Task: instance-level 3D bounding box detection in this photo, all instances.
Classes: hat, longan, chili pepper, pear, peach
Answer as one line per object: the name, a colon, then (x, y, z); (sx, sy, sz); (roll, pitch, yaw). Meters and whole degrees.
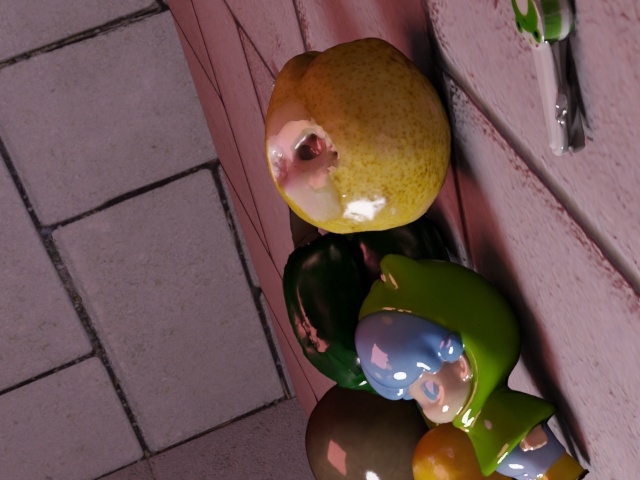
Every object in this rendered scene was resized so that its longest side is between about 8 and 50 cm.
hat: (0.000, 0.000, 2.052); (0.147, 0.085, 0.175); (56, -148, -73)
longan: (0.075, 0.288, 1.817); (0.220, 0.196, 0.196); (58, -179, -41)
chili pepper: (0.054, 0.028, 1.368); (0.165, 0.174, 0.261); (32, -141, -61)
pear: (0.031, -0.095, 1.145); (0.178, 0.178, 0.178); (158, 90, -82)
peach: (0.173, 0.292, 1.482); (0.179, 0.103, 0.179); (157, 90, -85)

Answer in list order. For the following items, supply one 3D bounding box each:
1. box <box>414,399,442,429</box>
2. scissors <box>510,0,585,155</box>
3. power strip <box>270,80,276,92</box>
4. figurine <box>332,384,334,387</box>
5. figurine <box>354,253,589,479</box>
box: (0.127, 0.168, 1.729); (0.121, 0.030, 0.193); (78, 167, -50)
scissors: (0.135, -0.144, 0.796); (0.101, 0.027, 0.204); (-122, 15, -59)
power strip: (-0.053, -0.202, 1.979); (0.040, 0.016, 0.090); (168, 79, -82)
figurine: (0.079, 0.298, 2.164); (0.137, 0.112, 0.229); (107, 154, -66)
figurine: (0.137, 0.127, 1.191); (0.263, 0.143, 0.162); (49, 170, 12)
